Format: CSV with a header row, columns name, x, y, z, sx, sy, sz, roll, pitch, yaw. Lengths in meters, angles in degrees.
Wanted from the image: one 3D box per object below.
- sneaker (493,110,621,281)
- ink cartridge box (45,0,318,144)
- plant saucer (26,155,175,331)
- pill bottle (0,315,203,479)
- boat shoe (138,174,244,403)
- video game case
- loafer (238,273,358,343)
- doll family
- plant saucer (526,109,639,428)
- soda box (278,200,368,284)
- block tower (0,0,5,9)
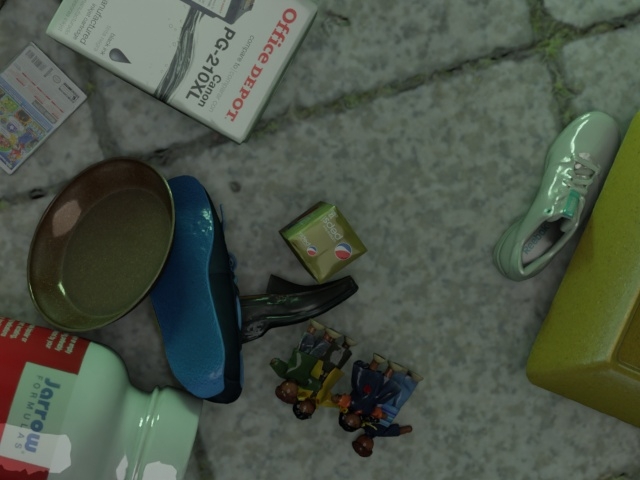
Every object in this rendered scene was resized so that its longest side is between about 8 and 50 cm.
name,x,y,z,sx,sy,sz,roll,pitch,yaw
sneaker,0.270,-0.045,1.601,0.080,0.094,0.212,30,90,-4
ink cartridge box,-0.143,-0.231,1.559,0.237,0.100,0.172,29,91,-5
plant saucer,-0.225,0.008,1.554,0.198,0.036,0.199,-14,61,28
pill bottle,-0.338,0.192,1.506,0.407,0.229,0.229,15,92,-5
boat shoe,-0.137,0.057,1.559,0.109,0.089,0.258,-14,61,16
video game case,-0.326,-0.144,1.596,0.087,0.011,0.122,45,89,-6
loafer,-0.043,0.065,1.604,0.170,0.062,0.061,-20,88,-4
doll family,0.027,0.167,1.601,0.193,0.076,0.111,28,89,-12
plant saucer,0.437,0.066,1.599,0.332,0.081,0.333,23,91,-15
soda box,0.000,0.000,1.541,0.061,0.181,0.058,-36,95,-2
block tower,-0.299,-0.389,1.546,0.091,0.097,0.335,35,92,-5
